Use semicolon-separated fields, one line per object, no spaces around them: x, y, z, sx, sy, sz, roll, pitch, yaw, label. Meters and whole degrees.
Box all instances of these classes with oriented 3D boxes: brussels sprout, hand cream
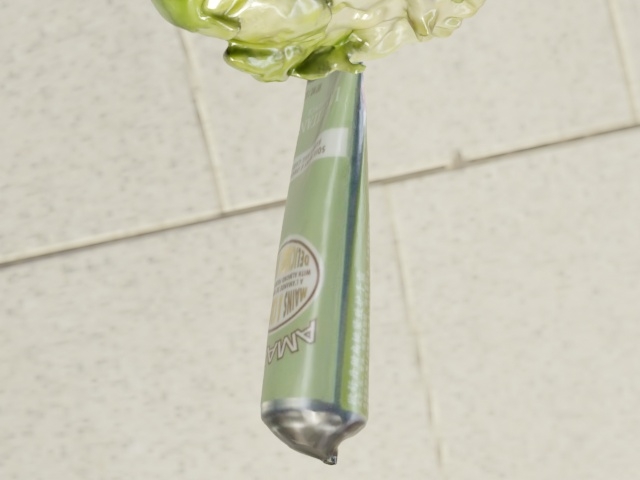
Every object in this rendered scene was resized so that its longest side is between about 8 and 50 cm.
-0.010;-0.154;0.851;0.183;0.131;0.145;4;57;-49;brussels sprout
0.000;0.000;1.043;0.055;0.086;0.235;9;73;-20;hand cream
